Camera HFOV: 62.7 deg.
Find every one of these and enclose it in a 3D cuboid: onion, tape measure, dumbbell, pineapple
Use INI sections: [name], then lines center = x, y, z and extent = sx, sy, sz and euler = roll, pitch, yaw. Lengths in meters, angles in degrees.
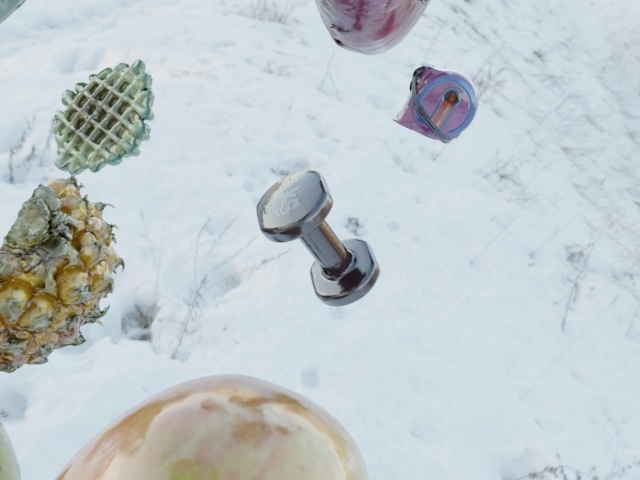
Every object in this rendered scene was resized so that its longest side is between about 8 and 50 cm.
[onion]
center = 0.077, -0.483, 0.834
extent = 0.286, 0.347, 0.347
euler = 21, 33, 10
[tape measure]
center = 0.197, -0.230, 0.878
extent = 0.125, 0.118, 0.074
euler = 26, 27, -7
[dumbbell]
center = 0.000, 0.000, 0.882
extent = 0.124, 0.225, 0.140
euler = -28, 40, 11
[pineapple]
center = -0.379, 0.054, 0.792
extent = 0.209, 0.286, 0.344
euler = 33, 50, -26

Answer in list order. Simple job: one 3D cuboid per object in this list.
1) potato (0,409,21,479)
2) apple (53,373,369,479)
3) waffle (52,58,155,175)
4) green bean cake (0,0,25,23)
[potato]
center = -0.656, 0.480, 0.758
extent = 0.319, 0.442, 0.385
euler = 66, 8, 12
[apple]
center = -0.125, 0.352, 0.634
extent = 0.392, 0.391, 0.346
euler = 25, 22, 13
[waffle]
center = -0.541, -0.302, 1.310
extent = 0.309, 0.056, 0.291
euler = -14, 70, 16
[green bean cake]
center = -0.173, -0.273, 0.287
extent = 0.156, 0.250, 0.247
euler = 35, 37, -29
